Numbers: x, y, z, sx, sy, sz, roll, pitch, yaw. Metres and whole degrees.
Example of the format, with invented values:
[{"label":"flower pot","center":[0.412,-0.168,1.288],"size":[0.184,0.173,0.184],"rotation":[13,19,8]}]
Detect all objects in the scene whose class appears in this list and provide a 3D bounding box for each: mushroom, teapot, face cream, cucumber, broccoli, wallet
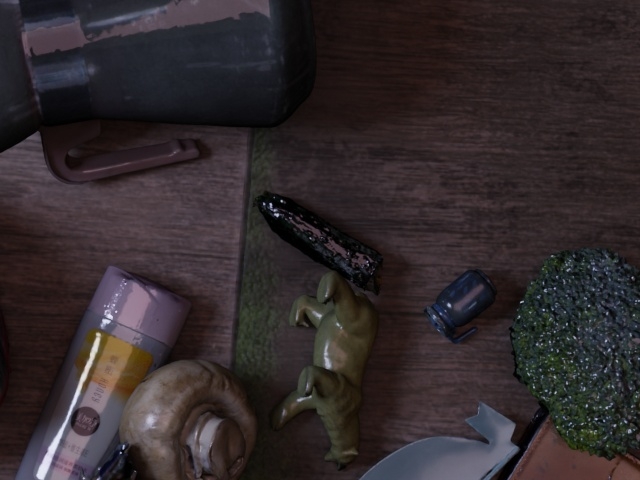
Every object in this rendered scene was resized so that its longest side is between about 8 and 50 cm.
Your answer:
[{"label":"mushroom","center":[-0.137,0.210,1.366],"size":[0.127,0.166,0.166],"rotation":[6,82,35]},{"label":"teapot","center":[-0.196,-0.204,1.355],"size":[0.344,0.253,0.300],"rotation":[-12,131,-11]},{"label":"face cream","center":[-0.245,0.166,1.401],"size":[0.107,0.073,0.269],"rotation":[26,81,-11]},{"label":"cucumber","center":[0.000,0.000,1.456],"size":[0.181,0.053,0.053],"rotation":[31,82,0]},{"label":"broccoli","center":[0.312,0.116,1.418],"size":[0.198,0.226,0.176],"rotation":[-33,108,12]},{"label":"wallet","center":[0.281,0.310,1.461],"size":[0.161,0.042,0.195],"rotation":[31,86,4]},{"label":"teapot","center":[0.165,0.076,1.470],"size":[0.083,0.063,0.049],"rotation":[-38,58,-5]}]

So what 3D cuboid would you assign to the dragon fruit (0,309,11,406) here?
[{"label":"dragon fruit","center":[-0.452,0.083,1.287],"size":[0.189,0.290,0.290],"rotation":[-22,87,-1]}]

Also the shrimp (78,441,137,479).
[{"label":"shrimp","center":[-0.293,0.325,1.335],"size":[0.164,0.062,0.317],"rotation":[26,111,-10]}]

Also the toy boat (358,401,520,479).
[{"label":"toy boat","center":[0.115,0.303,1.421],"size":[0.220,0.067,0.291],"rotation":[45,85,5]}]

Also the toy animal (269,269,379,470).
[{"label":"toy animal","center":[0.015,0.149,1.427],"size":[0.101,0.103,0.218],"rotation":[13,82,-22]}]
